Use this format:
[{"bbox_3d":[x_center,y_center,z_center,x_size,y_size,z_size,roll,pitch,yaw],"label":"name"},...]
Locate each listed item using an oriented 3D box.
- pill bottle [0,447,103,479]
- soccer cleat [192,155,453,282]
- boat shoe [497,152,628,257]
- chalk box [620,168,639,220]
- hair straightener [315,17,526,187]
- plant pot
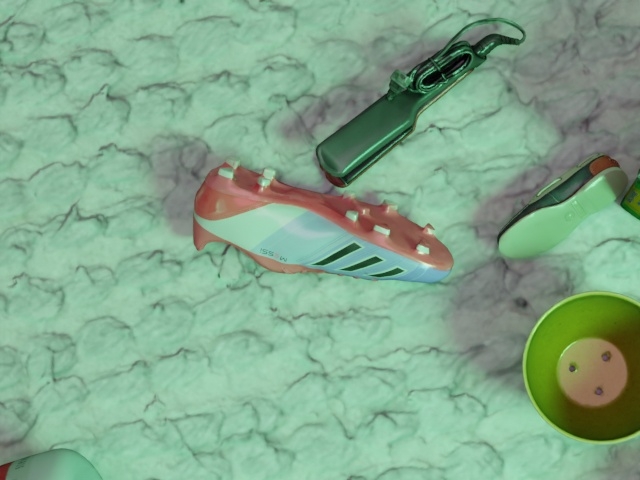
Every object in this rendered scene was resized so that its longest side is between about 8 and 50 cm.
[{"bbox_3d":[-0.373,0.345,1.441,0.408,0.229,0.229,-17,81,3],"label":"pill bottle"},{"bbox_3d":[0.000,0.000,1.539,0.248,0.083,0.095,19,114,3],"label":"soccer cleat"},{"bbox_3d":[0.220,-0.033,1.532,0.137,0.049,0.043,-35,39,2],"label":"boat shoe"},{"bbox_3d":[0.436,-0.033,1.442,0.289,0.179,0.180,34,87,9],"label":"chalk box"},{"bbox_3d":[0.094,-0.134,1.532,0.230,0.089,0.047,-34,77,0],"label":"hair straightener"},{"bbox_3d":[0.248,0.116,1.482,0.134,0.095,0.134,-1,83,6],"label":"plant pot"}]
